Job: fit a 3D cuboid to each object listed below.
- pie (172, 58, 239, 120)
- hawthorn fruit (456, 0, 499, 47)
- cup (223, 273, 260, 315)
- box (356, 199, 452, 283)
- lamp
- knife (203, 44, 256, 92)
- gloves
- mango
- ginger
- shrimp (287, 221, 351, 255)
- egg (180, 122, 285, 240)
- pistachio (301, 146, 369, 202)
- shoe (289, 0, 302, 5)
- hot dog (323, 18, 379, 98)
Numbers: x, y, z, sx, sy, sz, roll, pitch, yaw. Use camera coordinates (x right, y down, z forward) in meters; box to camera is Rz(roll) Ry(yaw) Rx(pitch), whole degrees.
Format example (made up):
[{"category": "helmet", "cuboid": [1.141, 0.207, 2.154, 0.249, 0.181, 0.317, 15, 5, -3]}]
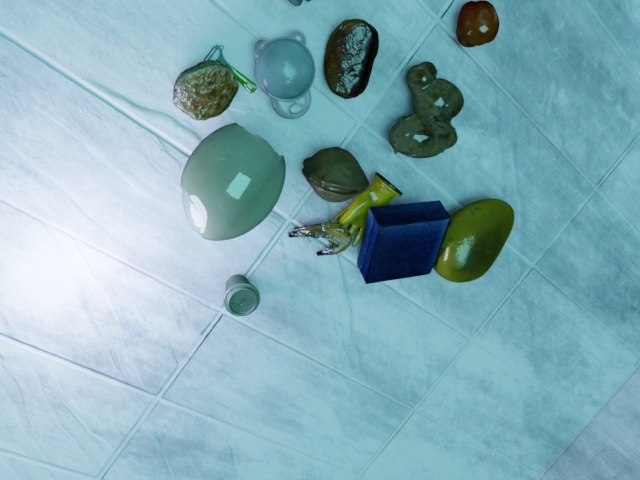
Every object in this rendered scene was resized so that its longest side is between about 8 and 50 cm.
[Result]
[{"category": "pie", "cuboid": [-0.330, -0.428, 1.414, 0.194, 0.079, 0.163, -21, 129, -7]}, {"category": "hawthorn fruit", "cuboid": [0.494, -0.682, 1.548, 0.133, 0.133, 0.137, -15, 104, -12]}, {"category": "cup", "cuboid": [-0.268, 0.177, 1.638, 0.120, 0.141, 0.120, -6, 109, -16]}, {"category": "box", "cuboid": [0.281, 0.005, 1.713, 0.262, 0.116, 0.279, -6, 136, -15]}, {"category": "lamp", "cuboid": [-0.097, -0.478, 1.451, 0.180, 0.108, 0.246, -15, 115, -7]}, {"category": "knife", "cuboid": [-0.254, -0.494, 1.438, 0.166, 0.022, 0.078, 34, 120, -27]}, {"category": "gloves", "cuboid": [0.142, -0.085, 1.694, 0.133, 0.116, 0.294, 37, 104, -18]}, {"category": "mango", "cuboid": [0.563, -0.004, 1.808, 0.365, 0.182, 0.253, -40, 116, 2]}, {"category": "ginger", "cuboid": [0.354, -0.416, 1.608, 0.245, 0.155, 0.304, 9, 100, -14]}, {"category": "shrimp", "cuboid": [0.000, 0.000, 1.677, 0.217, 0.051, 0.150, 0, 137, 13]}, {"category": "egg", "cuboid": [-0.264, -0.156, 1.430, 0.278, 0.278, 0.336, 35, 93, -26]}, {"category": "pistachio", "cuboid": [0.054, -0.194, 1.531, 0.213, 0.260, 0.162, 3, 120, -10]}, {"category": "shoe", "cuboid": [-0.110, -0.749, 1.369, 0.078, 0.079, 0.195, -3, 130, 25]}, {"category": "hot dog", "cuboid": [0.094, -0.544, 1.489, 0.161, 0.099, 0.226, 11, 108, -21]}]
